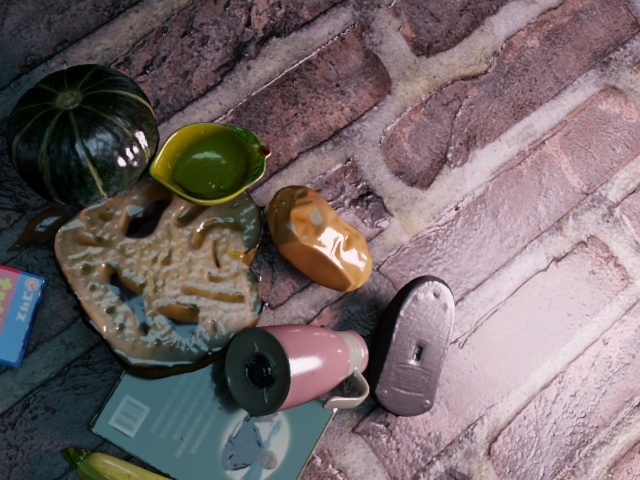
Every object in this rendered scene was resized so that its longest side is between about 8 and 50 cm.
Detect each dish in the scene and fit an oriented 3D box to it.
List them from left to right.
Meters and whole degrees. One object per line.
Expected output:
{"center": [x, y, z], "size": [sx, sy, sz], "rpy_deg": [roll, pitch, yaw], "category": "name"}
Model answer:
{"center": [-0.188, -0.121, 1.623], "size": [0.208, 0.080, 0.148], "rpy_deg": [-9, 72, -14], "category": "dish"}

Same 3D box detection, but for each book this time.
{"center": [-0.186, 0.314, 1.695], "size": [0.371, 0.043, 0.260], "rpy_deg": [33, 76, -8], "category": "book"}

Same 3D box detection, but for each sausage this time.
{"center": [0.000, 0.000, 1.717], "size": [0.241, 0.120, 0.136], "rpy_deg": [44, 44, -34], "category": "sausage"}

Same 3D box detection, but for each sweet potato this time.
{"center": [-0.489, -0.015, 1.642], "size": [0.117, 0.049, 0.049], "rpy_deg": [-36, 94, -11], "category": "sweet potato"}

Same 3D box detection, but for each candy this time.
{"center": [-0.620, 0.097, 1.563], "size": [0.306, 0.100, 0.157], "rpy_deg": [17, 78, -13], "category": "candy"}

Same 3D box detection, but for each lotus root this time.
{"center": [-0.271, 0.042, 1.649], "size": [0.375, 0.111, 0.390], "rpy_deg": [14, 73, -14], "category": "lotus root"}

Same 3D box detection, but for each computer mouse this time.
{"center": [0.167, 0.194, 1.787], "size": [0.138, 0.086, 0.269], "rpy_deg": [16, 89, -20], "category": "computer mouse"}

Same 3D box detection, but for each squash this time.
{"center": [-0.397, -0.177, 1.593], "size": [0.252, 0.165, 0.252], "rpy_deg": [-5, 52, 7], "category": "squash"}
{"center": [-0.354, 0.407, 1.620], "size": [0.200, 0.090, 0.075], "rpy_deg": [24, 66, -7], "category": "squash"}

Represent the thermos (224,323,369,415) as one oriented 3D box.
{"center": [-0.017, 0.222, 1.656], "size": [0.265, 0.146, 0.176], "rpy_deg": [0, 47, -51], "category": "thermos"}
